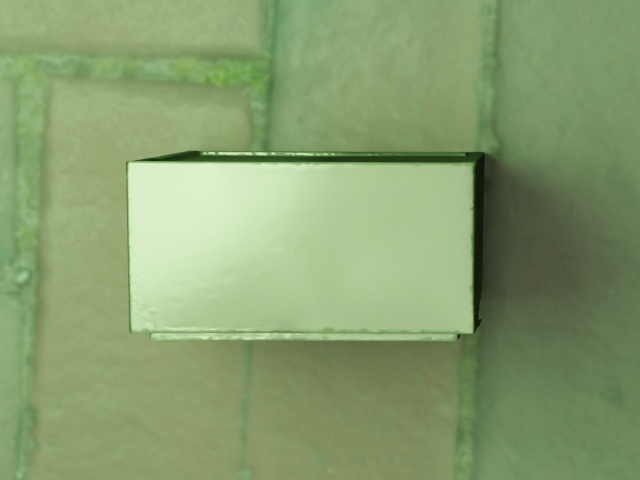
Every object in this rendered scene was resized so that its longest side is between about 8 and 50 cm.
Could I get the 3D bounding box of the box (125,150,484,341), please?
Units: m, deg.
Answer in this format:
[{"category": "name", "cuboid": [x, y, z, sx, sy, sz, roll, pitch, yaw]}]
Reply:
[{"category": "box", "cuboid": [0.000, 0.000, 1.304, 0.225, 0.225, 0.117, 0, 95, 6]}]
